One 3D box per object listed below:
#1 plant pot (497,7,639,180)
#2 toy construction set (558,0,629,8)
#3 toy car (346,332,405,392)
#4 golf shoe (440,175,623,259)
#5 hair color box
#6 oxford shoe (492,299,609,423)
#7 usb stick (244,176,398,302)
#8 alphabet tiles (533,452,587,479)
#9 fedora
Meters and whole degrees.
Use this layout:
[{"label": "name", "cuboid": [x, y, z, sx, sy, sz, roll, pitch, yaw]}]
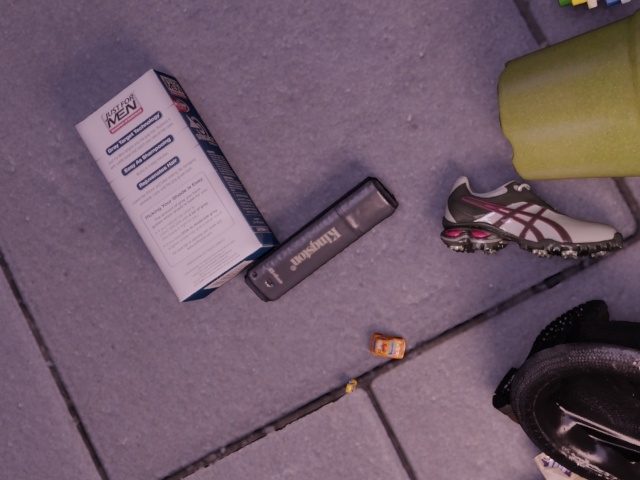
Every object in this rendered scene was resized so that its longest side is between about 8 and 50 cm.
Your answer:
[{"label": "plant pot", "cuboid": [0.399, -0.191, 1.466, 0.254, 0.276, 0.276, -10, 88, 27]}, {"label": "toy construction set", "cuboid": [0.376, -0.478, 1.474, 0.151, 0.215, 0.327, -1, 90, 15]}, {"label": "toy car", "cuboid": [0.088, 0.203, 1.651, 0.060, 0.040, 0.122, 28, 97, 14]}, {"label": "golf shoe", "cuboid": [0.318, -0.033, 1.556, 0.273, 0.105, 0.120, 5, 85, 15]}, {"label": "hair color box", "cuboid": [-0.235, -0.090, 1.705, 0.174, 0.105, 0.347, -34, 82, 13]}, {"label": "oxford shoe", "cuboid": [0.366, 0.188, 1.566, 0.096, 0.083, 0.227, 38, 97, -14]}, {"label": "usb stick", "cuboid": [0.000, 0.000, 1.663, 0.278, 0.045, 0.077, -37, 116, 13]}, {"label": "alphabet tiles", "cuboid": [0.477, 0.421, 1.503, 0.285, 0.011, 0.342, -32, 74, 1]}, {"label": "fedora", "cuboid": [0.441, 0.215, 1.450, 0.334, 0.152, 0.334, 15, 136, 15]}]
